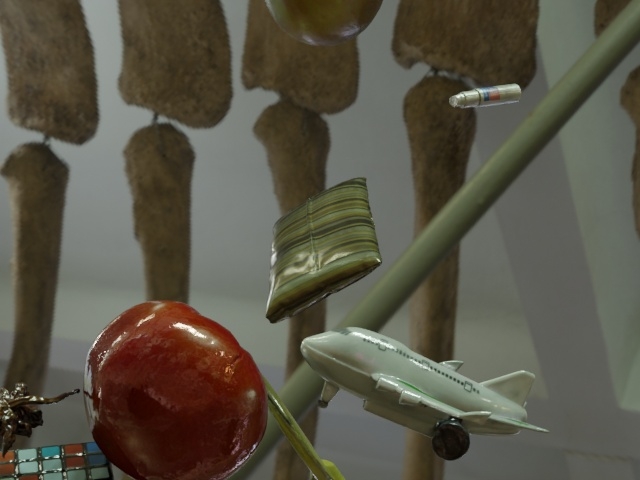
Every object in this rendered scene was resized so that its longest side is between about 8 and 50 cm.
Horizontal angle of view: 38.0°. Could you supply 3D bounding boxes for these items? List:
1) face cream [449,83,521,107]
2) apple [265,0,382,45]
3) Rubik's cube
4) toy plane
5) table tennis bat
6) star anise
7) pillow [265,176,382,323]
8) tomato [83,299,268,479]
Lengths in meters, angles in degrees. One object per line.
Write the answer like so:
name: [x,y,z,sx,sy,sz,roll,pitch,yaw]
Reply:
face cream: [0.279,-0.244,1.580,0.034,0.130,0.034,169,-90,-67]
apple: [0.005,-0.463,1.625,0.237,0.236,0.207,3,-29,32]
Rubik's cube: [-0.410,0.438,1.429,0.184,0.187,0.182,-134,-134,-59]
toy plane: [0.099,0.157,0.959,0.255,0.251,0.101,15,-87,1]
table tennis bat: [-0.014,0.383,1.622,0.368,0.054,0.224,57,-6,-11]
star anise: [-0.438,0.249,1.379,0.097,0.191,0.070,43,-66,19]
pillow: [0.000,0.000,0.857,0.113,0.203,0.038,-28,-68,9]
tomato: [-0.232,0.242,1.398,0.299,0.226,0.298,27,-41,27]
